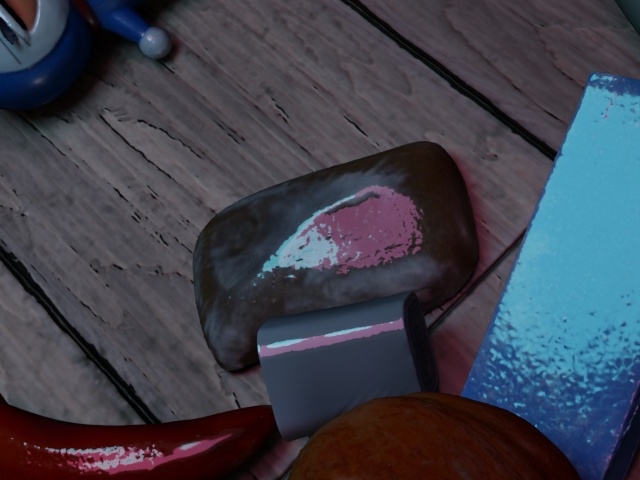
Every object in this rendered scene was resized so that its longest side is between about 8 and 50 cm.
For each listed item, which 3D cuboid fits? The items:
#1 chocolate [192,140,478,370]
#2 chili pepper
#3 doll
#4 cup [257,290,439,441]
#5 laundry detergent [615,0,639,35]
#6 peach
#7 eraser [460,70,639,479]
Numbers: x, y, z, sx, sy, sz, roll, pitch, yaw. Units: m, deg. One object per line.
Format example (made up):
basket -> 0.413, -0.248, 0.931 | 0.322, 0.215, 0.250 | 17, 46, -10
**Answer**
chocolate -> 0.000, 0.001, 1.436 | 0.254, 0.080, 0.157 | -19, 56, 14
chili pepper -> -0.210, 0.173, 1.441 | 0.368, 0.092, 0.137 | 9, 47, 21
doll -> -0.254, -0.234, 1.640 | 0.257, 0.161, 0.215 | -39, 79, -4
cup -> 0.024, 0.114, 1.355 | 0.129, 0.095, 0.128 | -14, 94, 14
laundry detergent -> 0.356, -0.207, 1.365 | 0.263, 0.125, 0.398 | -15, 62, 14
peach -> 0.091, 0.231, 1.179 | 0.256, 0.232, 0.232 | 31, 78, 40
eraser -> 0.214, 0.034, 1.292 | 0.144, 0.042, 0.312 | 22, 90, 34
